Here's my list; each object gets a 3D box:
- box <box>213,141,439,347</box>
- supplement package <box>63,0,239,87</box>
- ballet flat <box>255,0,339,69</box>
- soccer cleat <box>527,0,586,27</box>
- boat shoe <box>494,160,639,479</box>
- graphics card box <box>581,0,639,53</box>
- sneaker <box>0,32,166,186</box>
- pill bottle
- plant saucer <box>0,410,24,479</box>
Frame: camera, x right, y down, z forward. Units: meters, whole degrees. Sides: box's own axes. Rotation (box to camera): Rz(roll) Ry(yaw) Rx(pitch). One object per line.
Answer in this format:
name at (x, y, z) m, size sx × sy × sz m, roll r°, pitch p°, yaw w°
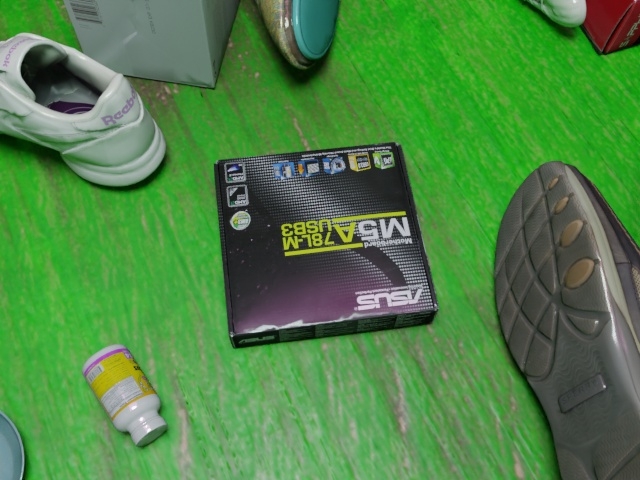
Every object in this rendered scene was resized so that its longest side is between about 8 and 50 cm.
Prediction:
box at (0.000, 0.000, 0.675) m, size 0.191 × 0.045 × 0.184 m, roll -6°, pitch 62°, yaw -4°
supplement package at (-0.166, -0.307, 0.737) m, size 0.149 × 0.194 × 0.203 m, roll 9°, pitch 63°, yaw 2°
ballet flat at (-0.023, -0.331, 0.812) m, size 0.123 × 0.123 × 0.348 m, roll 13°, pitch 64°, yaw 4°
soccer cleat at (0.241, -0.313, 0.833) m, size 0.076 × 0.068 × 0.196 m, roll -20°, pitch 59°, yaw -6°
boat shoe at (0.253, 0.093, 0.611) m, size 0.130 × 0.132 × 0.355 m, roll 9°, pitch 57°, yaw -27°
graphics card box at (0.458, -0.378, 0.855) m, size 0.371 × 0.094 × 0.232 m, roll -16°, pitch 65°, yaw -11°
sneaker at (-0.297, -0.159, 0.684) m, size 0.305 × 0.152 × 0.114 m, roll 18°, pitch 66°, yaw 8°
pill bottle at (-0.165, 0.132, 0.603) m, size 0.043 × 0.043 × 0.083 m, roll -33°, pitch 70°, yaw -17°
plant saucer at (-0.300, 0.192, 0.580) m, size 0.119 × 0.021 × 0.119 m, roll 1°, pitch 63°, yaw -1°
